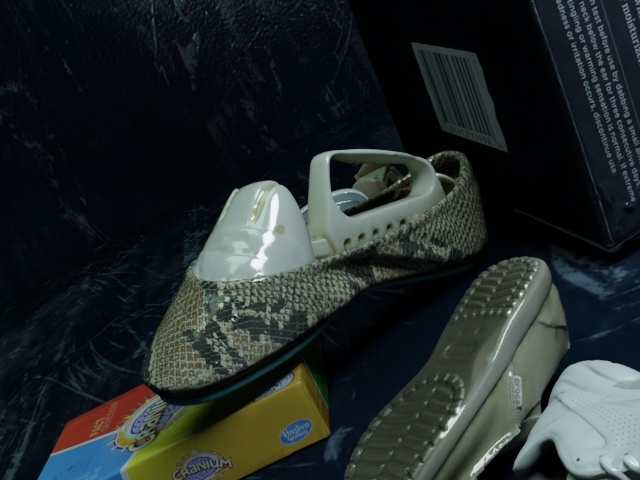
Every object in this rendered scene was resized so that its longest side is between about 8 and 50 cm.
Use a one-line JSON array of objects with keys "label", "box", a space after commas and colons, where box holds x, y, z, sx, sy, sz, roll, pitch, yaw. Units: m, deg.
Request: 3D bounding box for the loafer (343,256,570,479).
[{"label": "loafer", "box": [0.116, 0.132, 0.772, 0.268, 0.092, 0.102, -52, 20, -22]}]

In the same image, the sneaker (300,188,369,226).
[{"label": "sneaker", "box": [-0.034, 0.040, 1.305, 0.295, 0.123, 0.178, -42, 11, -7]}]

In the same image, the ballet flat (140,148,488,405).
[{"label": "ballet flat", "box": [0.000, 0.000, 1.076, 0.483, 0.181, 0.164, -22, 22, -40]}]

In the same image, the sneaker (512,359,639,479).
[{"label": "sneaker", "box": [0.208, 0.134, 0.612, 0.115, 0.090, 0.232, -43, 10, -27]}]

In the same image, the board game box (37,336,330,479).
[{"label": "board game box", "box": [-0.145, 0.200, 1.088, 0.317, 0.064, 0.242, -27, 13, 5]}]

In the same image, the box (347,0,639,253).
[{"label": "box", "box": [0.351, -0.270, 1.194, 0.472, 0.297, 0.480, -28, 22, -12]}]

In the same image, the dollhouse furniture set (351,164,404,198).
[{"label": "dollhouse furniture set", "box": [0.127, -0.069, 1.465, 0.161, 0.101, 0.182, -25, 14, 15]}]
